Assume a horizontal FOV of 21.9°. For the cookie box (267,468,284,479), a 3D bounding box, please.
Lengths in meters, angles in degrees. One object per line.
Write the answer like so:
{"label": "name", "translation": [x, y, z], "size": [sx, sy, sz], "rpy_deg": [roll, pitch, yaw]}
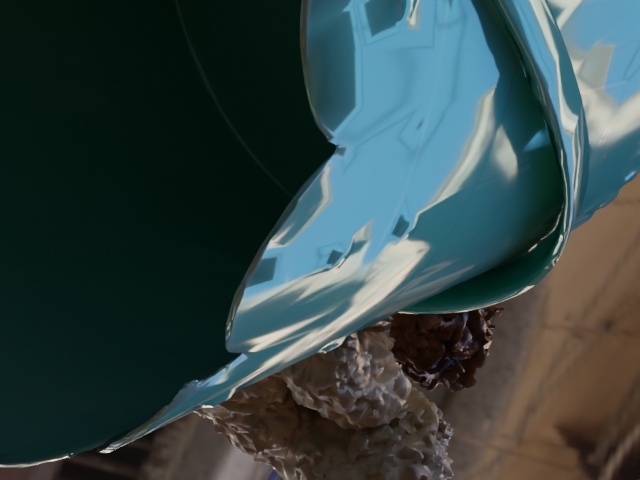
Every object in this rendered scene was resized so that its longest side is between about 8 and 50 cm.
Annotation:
{"label": "cookie box", "translation": [-0.007, 0.203, 1.223], "size": [0.091, 0.040, 0.107], "rpy_deg": [-60, -155, 11]}

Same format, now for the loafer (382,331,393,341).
{"label": "loafer", "translation": [0.106, -0.008, 1.365], "size": [0.112, 0.111, 0.319], "rpy_deg": [21, -124, 43]}

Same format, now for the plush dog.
{"label": "plush dog", "translation": [0.000, 0.000, 0.883], "size": [0.225, 0.211, 0.262], "rpy_deg": [-43, -134, 37]}

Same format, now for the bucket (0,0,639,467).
{"label": "bucket", "translation": [-0.037, -0.088, 0.456], "size": [0.281, 0.183, 0.281], "rpy_deg": [15, -69, 43]}
